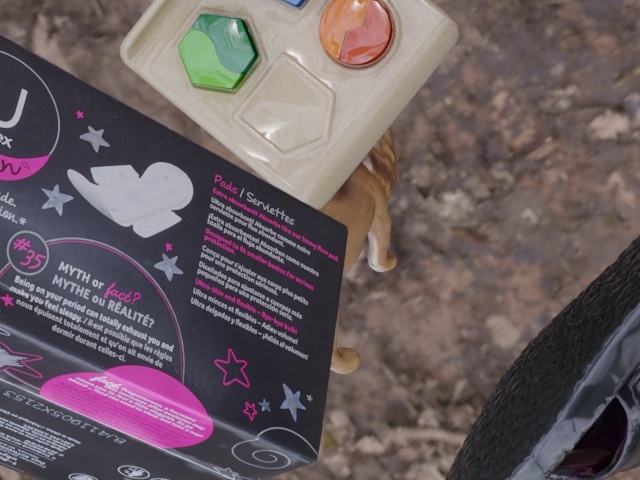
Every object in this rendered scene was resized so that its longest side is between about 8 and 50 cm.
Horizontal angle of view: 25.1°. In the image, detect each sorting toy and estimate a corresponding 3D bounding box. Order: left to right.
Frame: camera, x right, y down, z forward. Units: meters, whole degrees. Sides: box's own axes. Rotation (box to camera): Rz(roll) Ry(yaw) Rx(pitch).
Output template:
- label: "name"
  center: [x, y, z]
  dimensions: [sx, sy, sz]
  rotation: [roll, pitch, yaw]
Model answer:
- label: "sorting toy"
  center: [-0.058, -0.135, 1.255]
  dimensions: [0.229, 0.041, 0.307]
  rotation: [39, 98, -1]

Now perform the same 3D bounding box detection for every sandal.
- label: "sandal"
  center: [0.246, 0.082, 1.067]
  dimensions: [0.107, 0.167, 0.446]
  rotation: [37, 114, -6]

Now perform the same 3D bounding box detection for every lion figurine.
- label: "lion figurine"
  center: [0.000, 0.000, 1.569]
  dimensions: [0.142, 0.392, 0.240]
  rotation: [4, 135, 11]

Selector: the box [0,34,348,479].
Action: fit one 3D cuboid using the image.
- label: "box"
  center: [-0.133, 0.024, 0.720]
  dimensions: [0.247, 0.142, 0.163]
  rotation: [29, 144, -28]
